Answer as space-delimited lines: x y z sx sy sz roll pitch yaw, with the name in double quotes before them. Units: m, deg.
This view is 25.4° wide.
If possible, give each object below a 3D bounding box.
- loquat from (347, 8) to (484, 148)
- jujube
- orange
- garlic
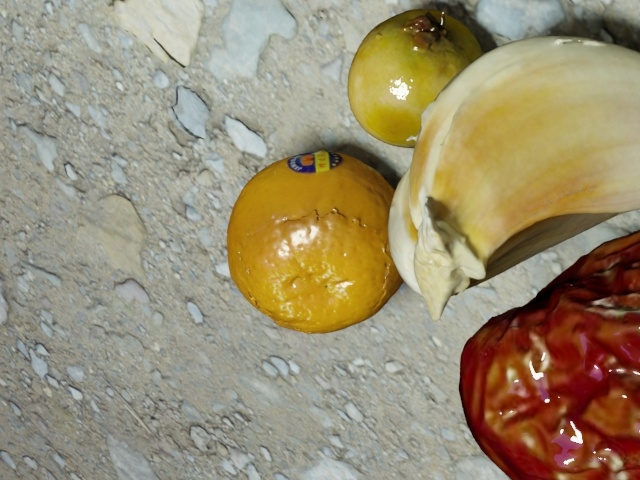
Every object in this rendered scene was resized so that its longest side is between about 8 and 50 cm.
"loquat" 0.100 -0.167 1.465 0.137 0.163 0.163 56 146 24
"jujube" 0.317 0.125 1.400 0.377 0.276 0.276 -13 111 46
"orange" -0.002 0.001 1.667 0.219 0.193 0.219 -1 108 -2
"garlic" 0.205 -0.057 1.373 0.249 0.313 0.286 44 157 44
